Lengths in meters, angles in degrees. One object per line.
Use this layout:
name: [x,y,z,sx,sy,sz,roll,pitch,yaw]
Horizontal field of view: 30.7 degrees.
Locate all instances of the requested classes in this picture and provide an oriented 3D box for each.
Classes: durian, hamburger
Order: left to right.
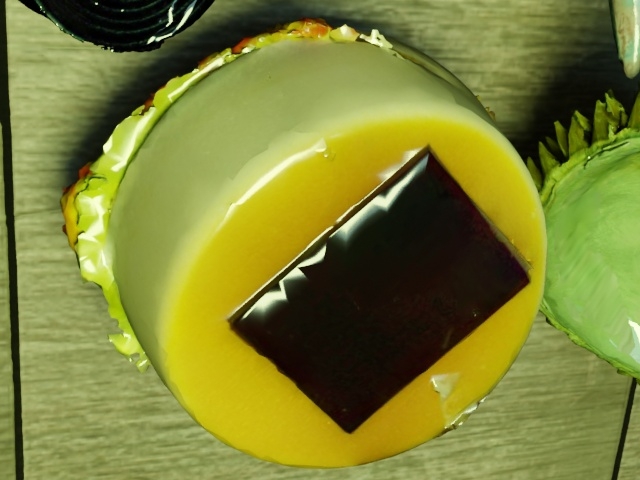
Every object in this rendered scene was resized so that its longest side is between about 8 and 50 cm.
hamburger: [0.000,0.000,0.740,0.276,0.179,0.294,-43,121,5]
durian: [0.234,0.003,0.762,0.163,0.198,0.394,-18,157,-13]

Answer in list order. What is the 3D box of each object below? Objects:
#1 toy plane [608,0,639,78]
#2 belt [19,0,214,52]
toy plane: [0.175,-0.263,0.714,0.223,0.104,0.326,-4,97,-17]
belt: [-0.116,-0.211,0.655,0.151,0.078,0.198,3,110,-35]
